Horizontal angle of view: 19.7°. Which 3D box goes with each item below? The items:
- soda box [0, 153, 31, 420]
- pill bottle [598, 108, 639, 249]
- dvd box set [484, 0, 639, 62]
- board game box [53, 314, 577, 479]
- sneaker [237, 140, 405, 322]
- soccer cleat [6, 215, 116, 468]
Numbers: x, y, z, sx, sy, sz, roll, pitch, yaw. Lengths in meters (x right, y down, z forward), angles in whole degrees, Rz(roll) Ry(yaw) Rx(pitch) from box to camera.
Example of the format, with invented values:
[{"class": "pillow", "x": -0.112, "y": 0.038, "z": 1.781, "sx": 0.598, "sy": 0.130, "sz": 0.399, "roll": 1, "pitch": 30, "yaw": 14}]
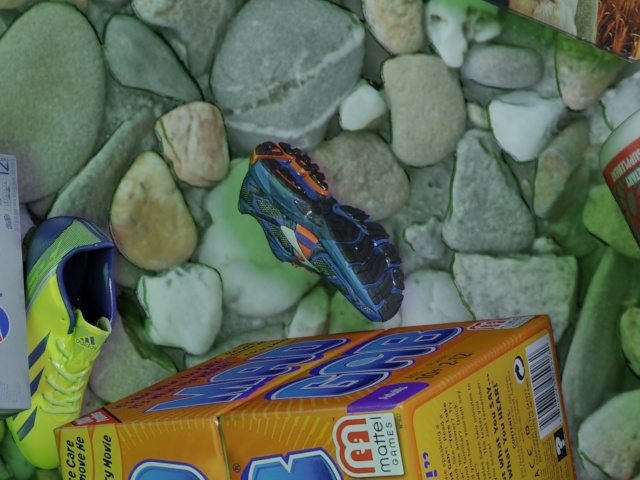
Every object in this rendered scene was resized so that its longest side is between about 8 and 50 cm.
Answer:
[{"class": "soda box", "x": -0.379, "y": 0.051, "z": 1.981, "sx": 0.098, "sy": 0.091, "sz": 0.286, "roll": -23, "pitch": 68, "yaw": 51}, {"class": "pill bottle", "x": 0.402, "y": 0.036, "z": 1.556, "sx": 0.210, "sy": 0.210, "sz": 0.362, "roll": -32, "pitch": 75, "yaw": 28}, {"class": "dvd box set", "x": 0.195, "y": -0.392, "z": 1.600, "sx": 0.308, "sy": 0.062, "sz": 0.420, "roll": 27, "pitch": 133, "yaw": 21}, {"class": "board game box", "x": 0.021, "y": 0.291, "z": 1.740, "sx": 0.356, "sy": 0.356, "sz": 0.356, "roll": -7, "pitch": 97, "yaw": 28}, {"class": "sneaker", "x": 0.000, "y": 0.000, "z": 1.864, "sx": 0.221, "sy": 0.083, "sz": 0.087, "roll": 50, "pitch": 130, "yaw": 16}, {"class": "soccer cleat", "x": -0.278, "y": 0.118, "z": 1.999, "sx": 0.121, "sy": 0.093, "sz": 0.289, "roll": 17, "pitch": 105, "yaw": 41}]
